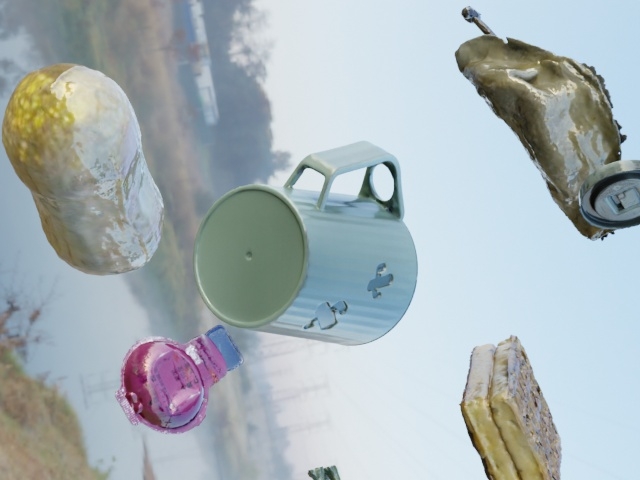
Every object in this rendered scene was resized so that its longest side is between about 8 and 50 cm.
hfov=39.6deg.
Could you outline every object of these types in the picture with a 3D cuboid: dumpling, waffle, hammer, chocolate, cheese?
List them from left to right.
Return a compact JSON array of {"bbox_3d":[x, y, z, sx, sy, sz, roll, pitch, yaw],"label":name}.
[{"bbox_3d":[-0.230,-0.058,0.903,0.309,0.134,0.134,96,-19,-60],"label":"chocolate"},{"bbox_3d":[-0.209,0.202,1.334,0.062,0.244,0.155,-33,-92,39],"label":"cheese"},{"bbox_3d":[0.278,-0.286,1.332,0.178,0.021,0.065,47,20,8],"label":"hammer"},{"bbox_3d":[0.308,0.291,1.409,0.212,0.091,0.308,66,18,-3],"label":"waffle"},{"bbox_3d":[0.293,-0.151,1.153,0.332,0.086,0.166,53,-32,10],"label":"dumpling"}]

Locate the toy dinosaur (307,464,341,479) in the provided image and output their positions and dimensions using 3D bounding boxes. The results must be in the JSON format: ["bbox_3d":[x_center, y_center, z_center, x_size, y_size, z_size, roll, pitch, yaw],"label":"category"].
[{"bbox_3d":[0.011,0.380,1.218,0.363,0.076,0.147,-6,74,-52],"label":"toy dinosaur"}]

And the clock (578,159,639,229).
[{"bbox_3d":[0.288,-0.043,0.843,0.085,0.085,0.017,87,3,-50],"label":"clock"}]

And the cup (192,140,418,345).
[{"bbox_3d":[-0.021,0.003,1.726,0.392,0.310,0.400,11,80,-58],"label":"cup"}]
